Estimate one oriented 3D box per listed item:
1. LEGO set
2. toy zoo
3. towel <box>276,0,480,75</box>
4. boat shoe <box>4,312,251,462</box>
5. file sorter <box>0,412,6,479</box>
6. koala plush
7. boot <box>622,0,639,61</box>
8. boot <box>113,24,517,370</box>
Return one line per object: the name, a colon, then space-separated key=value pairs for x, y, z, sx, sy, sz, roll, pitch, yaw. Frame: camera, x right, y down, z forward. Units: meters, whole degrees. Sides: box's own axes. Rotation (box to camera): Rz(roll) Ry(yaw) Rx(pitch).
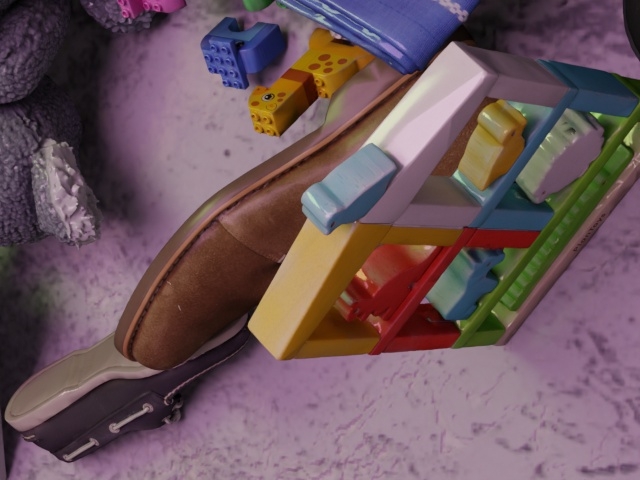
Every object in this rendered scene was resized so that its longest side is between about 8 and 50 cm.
LEGO set: x=-0.035 y=-0.122 z=1.254 sx=0.227 sy=0.093 sz=0.087 roll=13 pitch=136 yaw=36
toy zoo: x=0.076 y=-0.016 z=1.073 sx=0.030 sy=0.293 sz=0.192 roll=47 pitch=114 yaw=26
towel: x=0.062 y=-0.278 z=1.164 sx=0.243 sy=0.040 sz=0.336 roll=33 pitch=83 yaw=30
boat shoe: x=-0.122 y=0.098 z=1.359 sx=0.206 sy=0.075 sz=0.065 roll=-25 pitch=119 yaw=25
file sorter: x=-0.386 y=0.080 z=1.417 sx=0.277 sy=0.173 sz=0.193 roll=29 pitch=135 yaw=30
koala plush: x=-0.230 y=-0.096 z=1.359 sx=0.196 sy=0.203 sz=0.221 roll=-1 pitch=101 yaw=35
boot: x=0.219 y=-0.174 z=0.886 sx=0.367 sy=0.445 sz=0.146 roll=-15 pitch=81 yaw=33
boot: x=0.000 y=0.000 z=1.226 sx=0.305 sy=0.112 sz=0.115 roll=-40 pitch=79 yaw=15
